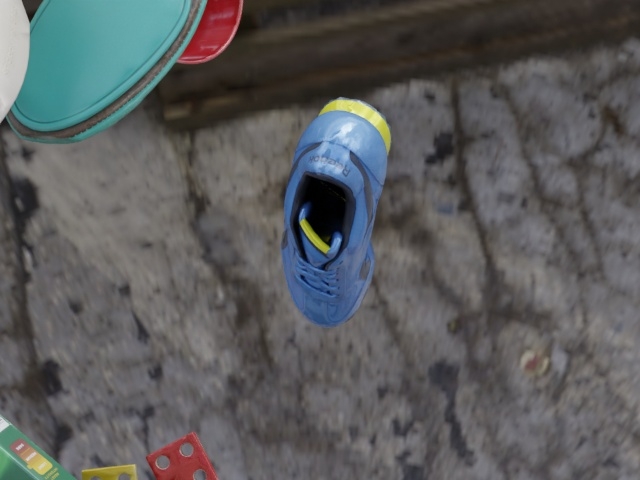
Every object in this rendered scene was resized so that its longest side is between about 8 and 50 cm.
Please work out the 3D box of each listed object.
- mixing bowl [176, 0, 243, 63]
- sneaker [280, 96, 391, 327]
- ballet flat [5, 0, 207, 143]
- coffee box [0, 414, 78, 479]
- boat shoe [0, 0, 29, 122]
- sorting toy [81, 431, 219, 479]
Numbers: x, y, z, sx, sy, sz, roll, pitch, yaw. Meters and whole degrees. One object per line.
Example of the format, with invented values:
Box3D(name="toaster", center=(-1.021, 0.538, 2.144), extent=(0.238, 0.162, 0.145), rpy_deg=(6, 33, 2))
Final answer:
Box3D(name="mixing bowl", center=(-0.165, -0.233, 1.675), extent=(0.098, 0.181, 0.181), rpy_deg=(-14, 64, 39))
Box3D(name="sneaker", center=(0.000, 0.000, 1.292), extent=(0.069, 0.209, 0.082), rpy_deg=(19, 49, 9))
Box3D(name="ballet flat", center=(-0.093, -0.150, 1.072), extent=(0.083, 0.087, 0.247), rpy_deg=(27, 78, 8))
Box3D(name="coffee box", center=(-0.259, 0.213, 1.529), extent=(0.184, 0.040, 0.113), rpy_deg=(41, 113, 4))
Box3D(name="boat shoe", center=(-0.209, -0.133, 0.921), extent=(0.096, 0.324, 0.116), rpy_deg=(38, 108, -27))
Box3D(name="sorting toy", center=(-0.097, 0.292, 1.581), extent=(0.132, 0.046, 0.274), rpy_deg=(-31, 87, 5))
